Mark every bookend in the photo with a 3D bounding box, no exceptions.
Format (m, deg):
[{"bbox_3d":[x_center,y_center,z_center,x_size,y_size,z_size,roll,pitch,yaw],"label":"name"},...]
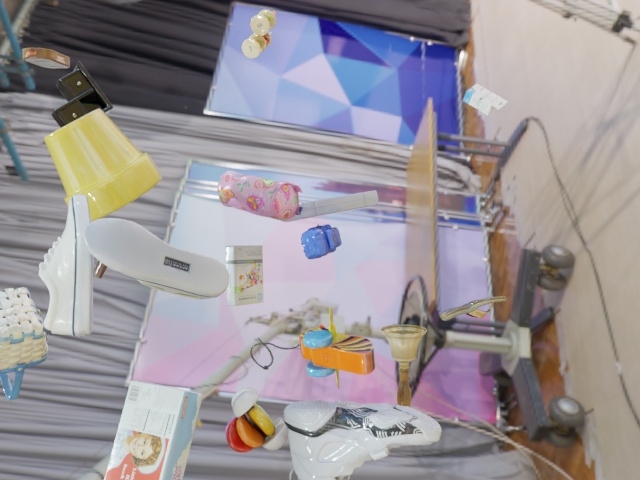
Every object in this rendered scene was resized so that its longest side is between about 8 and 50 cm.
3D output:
[{"bbox_3d":[-0.711,-0.400,1.744,0.156,0.157,0.072,-41,16,-28],"label":"bookend"}]

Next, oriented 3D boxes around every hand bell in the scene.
[{"bbox_3d":[0.228,0.361,1.667,0.126,0.126,0.242,-137,47,-85],"label":"hand bell"}]

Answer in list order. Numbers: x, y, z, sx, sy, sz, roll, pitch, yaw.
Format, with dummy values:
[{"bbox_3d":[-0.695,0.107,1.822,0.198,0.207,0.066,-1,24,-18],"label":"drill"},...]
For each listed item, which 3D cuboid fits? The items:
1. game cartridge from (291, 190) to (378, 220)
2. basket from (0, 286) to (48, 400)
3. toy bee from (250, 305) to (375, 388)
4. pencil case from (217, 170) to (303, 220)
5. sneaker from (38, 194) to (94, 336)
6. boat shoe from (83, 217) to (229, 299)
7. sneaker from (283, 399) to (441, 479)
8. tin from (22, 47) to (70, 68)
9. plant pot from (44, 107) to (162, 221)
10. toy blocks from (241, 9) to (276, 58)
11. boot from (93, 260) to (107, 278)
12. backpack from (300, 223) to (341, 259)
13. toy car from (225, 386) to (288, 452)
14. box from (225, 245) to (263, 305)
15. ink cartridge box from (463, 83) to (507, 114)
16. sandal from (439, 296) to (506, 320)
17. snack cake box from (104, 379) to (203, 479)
[{"bbox_3d":[0.030,-0.111,2.002,0.198,0.297,0.062,-176,76,-68],"label":"game cartridge"},{"bbox_3d":[-0.934,0.305,1.823,0.255,0.201,0.289,53,125,26],"label":"basket"},{"bbox_3d":[0.007,0.244,1.474,0.162,0.298,0.195,-32,-40,-60],"label":"toy bee"},{"bbox_3d":[-0.185,-0.137,1.830,0.284,0.124,0.124,14,100,41],"label":"pencil case"},{"bbox_3d":[-0.455,0.042,1.088,0.094,0.091,0.258,143,126,-69],"label":"sneaker"},{"bbox_3d":[-0.300,0.043,1.108,0.088,0.267,0.096,-38,40,51],"label":"boat shoe"},{"bbox_3d":[0.092,0.491,1.409,0.137,0.365,0.210,6,-94,-79],"label":"sneaker"},{"bbox_3d":[-0.926,-0.615,2.063,0.189,0.106,0.040,-28,-65,-81],"label":"tin"},{"bbox_3d":[-0.592,-0.207,1.617,0.239,0.253,0.254,61,-171,-19],"label":"plant pot"},{"bbox_3d":[-0.153,-0.570,1.648,0.123,0.054,0.148,-60,5,36],"label":"toy blocks"},{"bbox_3d":[-0.544,0.059,1.547,0.114,0.037,0.106,-55,27,12],"label":"boot"},{"bbox_3d":[0.000,0.000,1.837,0.120,0.101,0.098,-20,-89,-61],"label":"backpack"},{"bbox_3d":[-0.174,0.462,1.513,0.136,0.159,0.182,-43,2,-12],"label":"toy car"},{"bbox_3d":[-0.238,0.108,1.918,0.145,0.038,0.186,1,-92,-58],"label":"box"},{"bbox_3d":[0.364,-0.308,1.345,0.048,0.083,0.028,-39,-24,-36],"label":"ink cartridge box"},{"bbox_3d":[0.401,0.185,1.596,0.072,0.180,0.049,136,116,-80],"label":"sandal"},{"bbox_3d":[-0.378,0.462,1.371,0.089,0.152,0.265,46,-128,-63],"label":"snack cake box"}]
